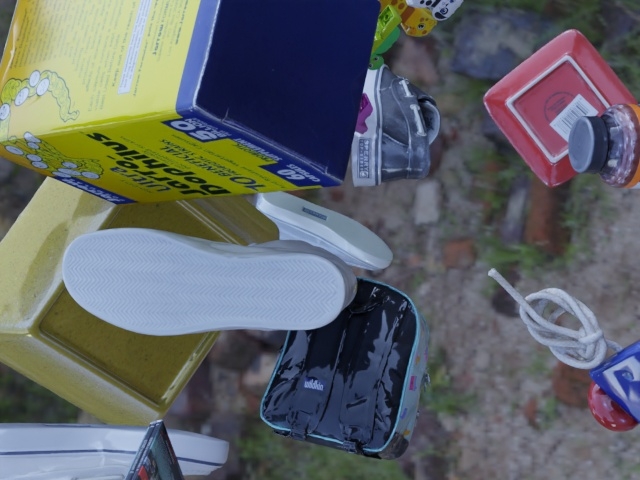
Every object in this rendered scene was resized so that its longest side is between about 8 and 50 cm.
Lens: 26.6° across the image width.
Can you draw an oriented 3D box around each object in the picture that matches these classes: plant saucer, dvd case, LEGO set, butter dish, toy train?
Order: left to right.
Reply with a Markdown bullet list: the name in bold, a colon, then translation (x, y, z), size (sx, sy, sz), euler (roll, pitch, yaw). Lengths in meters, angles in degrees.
- **plant saucer**: translation (-0.217, 0.052, 1.619), size (0.081, 0.333, 0.333), euler (27, 80, 49)
- **dvd case**: translation (-0.118, 0.195, 1.000), size (0.013, 0.119, 0.087), euler (-16, 105, 9)
- **LEGO set**: translation (0.074, -0.209, 1.403), size (0.227, 0.093, 0.087), euler (-47, 44, 28)
- **butter dish**: translation (0.325, -0.173, 1.800), size (0.160, 0.118, 0.160), euler (-38, 83, 13)
- **toy train**: translation (0.240, 0.058, 0.904), size (0.248, 0.143, 0.105), euler (43, 146, -2)

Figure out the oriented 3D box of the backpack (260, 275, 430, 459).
- **backpack**: translation (0.040, 0.138, 1.506), size (0.166, 0.144, 0.188), euler (10, 83, 22)

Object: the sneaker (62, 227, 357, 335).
- **sneaker**: translation (-0.107, 0.045, 1.411), size (0.292, 0.169, 0.108), euler (7, 92, 10)

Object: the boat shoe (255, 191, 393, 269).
- **boat shoe**: translation (-0.001, 0.000, 2.104), size (0.079, 0.227, 0.081), euler (-64, -1, -61)

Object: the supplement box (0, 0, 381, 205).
- **supplement box**: translation (-0.145, -0.162, 1.339), size (0.356, 0.194, 0.195), euler (-3, 69, 46)

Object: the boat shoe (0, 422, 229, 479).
- **boat shoe**: translation (-0.223, 0.229, 1.349), size (0.096, 0.267, 0.088), euler (173, 101, -66)

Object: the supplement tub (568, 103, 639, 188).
- **supplement tub**: translation (0.406, -0.114, 1.655), size (0.106, 0.198, 0.106), euler (180, 90, -76)

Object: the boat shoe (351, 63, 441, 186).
- **boat shoe**: translation (0.090, -0.140, 1.590), size (0.301, 0.102, 0.108), euler (-83, -6, -70)
